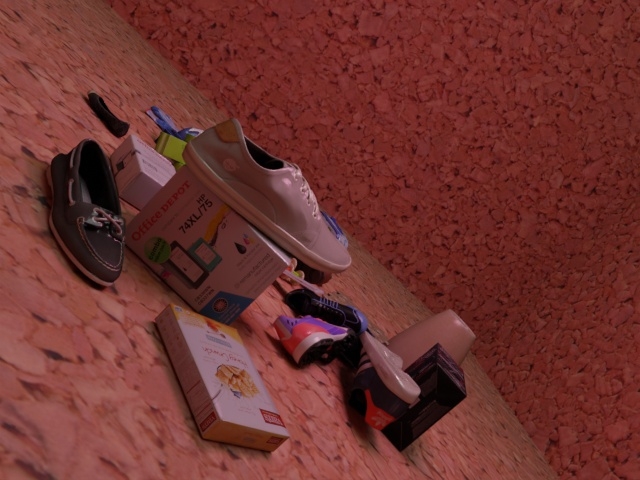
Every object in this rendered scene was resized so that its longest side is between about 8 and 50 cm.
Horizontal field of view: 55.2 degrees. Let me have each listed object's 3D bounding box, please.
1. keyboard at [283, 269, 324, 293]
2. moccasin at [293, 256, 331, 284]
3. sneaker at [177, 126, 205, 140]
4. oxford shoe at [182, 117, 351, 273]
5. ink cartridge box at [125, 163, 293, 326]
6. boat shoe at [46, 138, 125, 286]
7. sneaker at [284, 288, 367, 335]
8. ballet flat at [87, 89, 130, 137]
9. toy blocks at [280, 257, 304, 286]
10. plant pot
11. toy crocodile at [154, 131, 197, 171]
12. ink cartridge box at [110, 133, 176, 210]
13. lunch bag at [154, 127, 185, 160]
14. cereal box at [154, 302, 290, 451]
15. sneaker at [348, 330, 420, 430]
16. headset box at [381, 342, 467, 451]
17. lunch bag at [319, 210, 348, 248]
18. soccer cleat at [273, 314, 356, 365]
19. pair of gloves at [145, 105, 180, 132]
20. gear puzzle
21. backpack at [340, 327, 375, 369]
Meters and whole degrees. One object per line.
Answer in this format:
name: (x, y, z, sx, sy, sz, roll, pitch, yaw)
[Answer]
keyboard: (-0.105, 0.083, 1.710, 0.255, 0.014, 0.072, 30, -2, 18)
moccasin: (-0.068, 0.008, 2.026, 0.146, 0.139, 0.380, 2, 29, -38)
sneaker: (-0.354, -0.260, 2.005, 0.296, 0.112, 0.131, 33, 17, -50)
oxford shoe: (-0.066, -0.075, 1.193, 0.449, 0.130, 0.169, 40, 10, -37)
ink cartridge box: (-0.214, 0.000, 1.223, 0.270, 0.198, 0.197, 44, 10, -6)
boat shoe: (-0.388, -0.064, 1.033, 0.112, 0.095, 0.335, 36, 13, -47)
sneaker: (0.009, 0.194, 1.631, 0.232, 0.082, 0.090, 21, 8, 26)
ballet flat: (-0.559, -0.341, 1.621, 0.173, 0.049, 0.057, 49, 9, 16)
toy blocks: (-0.124, 0.061, 1.816, 0.148, 0.054, 0.123, 39, 11, -38)
plant pot: (0.373, 0.365, 2.046, 0.256, 0.274, 0.256, 44, 9, -9)
toy crocodile: (-0.356, -0.245, 1.837, 0.105, 0.115, 0.340, 24, 7, 38)
ink cartridge box: (-0.391, -0.139, 1.394, 0.139, 0.082, 0.191, 39, 10, -40)
lunch bag: (-0.453, -0.300, 1.873, 0.098, 0.065, 0.067, 46, 9, -4)
cereal box: (-0.158, 0.219, 0.985, 0.173, 0.047, 0.240, 35, 14, -50)
sneaker: (0.124, 0.334, 1.477, 0.131, 0.148, 0.350, 37, 5, -8)
headset box: (0.261, 0.392, 1.590, 0.110, 0.218, 0.293, 48, 9, 6)
lunch bag: (0.000, 0.000, 2.261, 0.090, 0.176, 0.219, 39, 12, -37)
soccer cleat: (-0.007, 0.227, 1.479, 0.116, 0.109, 0.318, 45, 11, 20)
pair of gloves: (-0.530, -0.405, 2.120, 0.159, 0.023, 0.198, 44, 10, -15)
gear puzzle: (0.139, 0.295, 1.976, 0.339, 0.044, 0.175, 44, 16, 17)
backpack: (0.107, 0.296, 1.685, 0.114, 0.105, 0.084, 53, -14, -15)
